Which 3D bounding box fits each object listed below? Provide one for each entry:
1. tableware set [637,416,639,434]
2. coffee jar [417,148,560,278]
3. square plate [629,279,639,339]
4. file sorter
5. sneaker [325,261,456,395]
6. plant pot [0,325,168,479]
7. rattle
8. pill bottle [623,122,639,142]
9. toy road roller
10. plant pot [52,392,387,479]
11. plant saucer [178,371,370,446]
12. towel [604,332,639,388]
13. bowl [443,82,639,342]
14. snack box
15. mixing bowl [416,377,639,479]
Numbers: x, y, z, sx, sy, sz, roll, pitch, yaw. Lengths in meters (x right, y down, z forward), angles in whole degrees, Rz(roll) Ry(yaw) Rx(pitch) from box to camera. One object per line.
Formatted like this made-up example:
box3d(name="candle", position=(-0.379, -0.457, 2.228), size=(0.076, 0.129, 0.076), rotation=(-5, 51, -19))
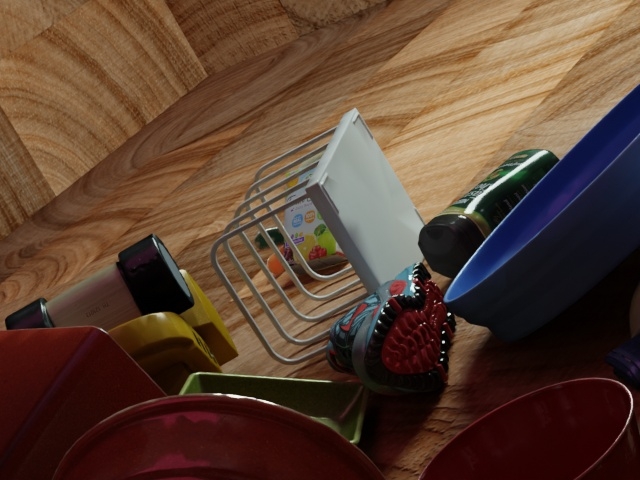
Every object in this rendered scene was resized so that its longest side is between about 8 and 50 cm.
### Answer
box3d(name="tableware set", position=(0.316, 0.134, 1.270), size=(0.128, 0.039, 0.194), rotation=(-50, 16, -24))
box3d(name="coffee jar", position=(0.202, -0.029, 1.948), size=(0.184, 0.079, 0.096), rotation=(-38, 16, -27))
box3d(name="square plate", position=(0.411, -0.098, 1.467), size=(0.344, 0.049, 0.347), rotation=(-38, -19, -28))
box3d(name="file sorter", position=(0.000, 0.000, 2.024), size=(0.173, 0.193, 0.277), rotation=(-28, 14, 19))
box3d(name="sneaker", position=(0.064, 0.114, 1.734), size=(0.125, 0.104, 0.262), rotation=(-31, 4, 18))
box3d(name="plant pot", position=(-0.246, 0.256, 1.546), size=(0.236, 0.267, 0.267), rotation=(-50, 22, -26))
box3d(name="rattle", position=(0.007, -0.035, 2.388), size=(0.199, 0.130, 0.143), rotation=(-59, -7, 8))
box3d(name="pill bottle", position=(0.431, -0.146, 1.838), size=(0.193, 0.108, 0.108), rotation=(-26, 15, 14))
box3d(name="toy road roller", position=(-0.197, 0.170, 1.921), size=(0.202, 0.240, 0.329), rotation=(-29, -22, 0))
box3d(name="plant pot", position=(-0.083, 0.289, 1.117), size=(0.272, 0.272, 0.265), rotation=(-24, 25, 20))
box3d(name="plant saucer", position=(-0.050, 0.182, 1.649), size=(0.188, 0.045, 0.188), rotation=(4, 13, 5))
box3d(name="towel", position=(0.309, 0.084, 1.462), size=(0.119, 0.029, 0.067), rotation=(-31, 15, -6))
box3d(name="bowl", position=(0.283, -0.052, 1.648), size=(0.391, 0.077, 0.391), rotation=(-45, 1, 1))
box3d(name="snack box", position=(-0.003, -0.033, 2.276), size=(0.100, 0.037, 0.141), rotation=(-16, 63, 39))
box3d(name="mixing bowl", position=(0.167, 0.192, 1.235), size=(0.181, 0.098, 0.181), rotation=(-27, 15, 8))
